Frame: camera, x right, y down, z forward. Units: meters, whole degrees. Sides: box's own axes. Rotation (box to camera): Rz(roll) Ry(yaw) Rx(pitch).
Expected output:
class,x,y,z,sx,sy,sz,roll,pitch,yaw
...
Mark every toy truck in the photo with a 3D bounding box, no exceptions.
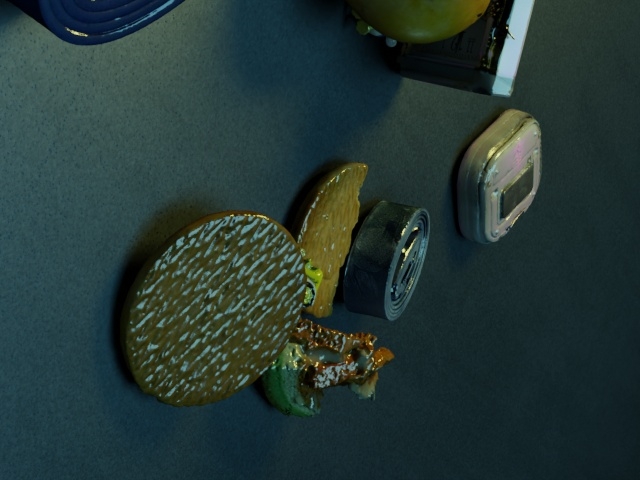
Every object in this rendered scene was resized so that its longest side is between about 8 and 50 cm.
class,x,y,z,sx,sy,sz,roll,pitch,yaw
toy truck,-0.049,0.037,1.789,0.111,0.076,0.077,36,74,-40

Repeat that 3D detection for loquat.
class,x,y,z,sx,sy,sz,roll,pitch,yaw
loquat,0.120,-0.367,1.719,0.235,0.235,0.235,-31,129,-47

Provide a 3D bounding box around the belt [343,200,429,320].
class,x,y,z,sx,sy,sz,roll,pitch,yaw
belt,0.096,0.025,1.999,0.141,0.082,0.190,79,31,-48

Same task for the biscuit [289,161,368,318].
class,x,y,z,sx,sy,sz,roll,pitch,yaw
biscuit,-0.001,0.000,1.892,0.144,0.033,0.224,-4,109,-55

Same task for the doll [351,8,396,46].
class,x,y,z,sx,sy,sz,roll,pitch,yaw
doll,0.094,-0.314,1.867,0.143,0.058,0.099,-32,110,-48

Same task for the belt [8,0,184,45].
class,x,y,z,sx,sy,sz,roll,pitch,yaw
belt,-0.169,-0.345,1.325,0.347,0.117,0.212,-44,145,-14

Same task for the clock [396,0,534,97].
class,x,y,z,sx,sy,sz,roll,pitch,yaw
clock,0.207,-0.295,1.869,0.083,0.253,0.186,9,98,-28

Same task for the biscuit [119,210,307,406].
class,x,y,z,sx,sy,sz,roll,pitch,yaw
biscuit,-0.130,0.082,1.671,0.262,0.037,0.262,-19,124,-31

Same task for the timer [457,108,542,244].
class,x,y,z,sx,sy,sz,roll,pitch,yaw
timer,0.298,-0.104,2.269,0.208,0.069,0.191,-46,142,-38

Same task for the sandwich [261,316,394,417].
class,x,y,z,sx,sy,sz,roll,pitch,yaw
sandwich,0.003,0.168,1.868,0.185,0.160,0.109,59,36,-59
